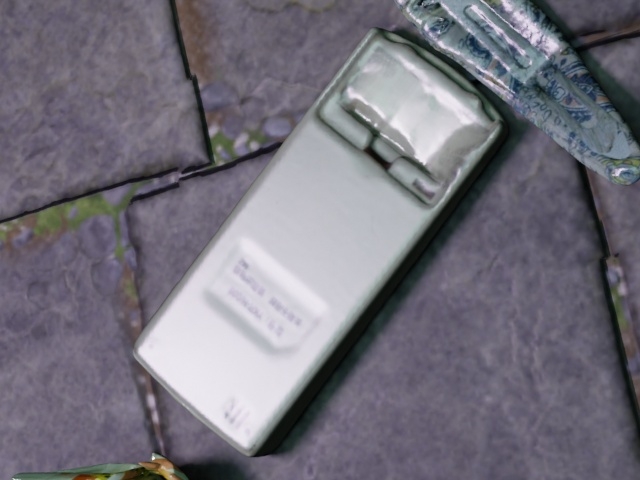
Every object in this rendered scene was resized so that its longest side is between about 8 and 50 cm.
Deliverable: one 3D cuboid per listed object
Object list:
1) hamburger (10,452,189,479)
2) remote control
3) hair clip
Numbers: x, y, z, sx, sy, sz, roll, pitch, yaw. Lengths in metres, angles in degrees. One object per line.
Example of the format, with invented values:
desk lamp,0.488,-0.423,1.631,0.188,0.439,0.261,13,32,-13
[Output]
hamburger,-0.153,0.248,1.211,0.235,0.125,0.214,-34,66,-25
remote control,0.000,0.000,1.254,0.123,0.038,0.285,38,98,20
hair clip,0.128,-0.112,1.208,0.066,0.036,0.229,-46,64,7
